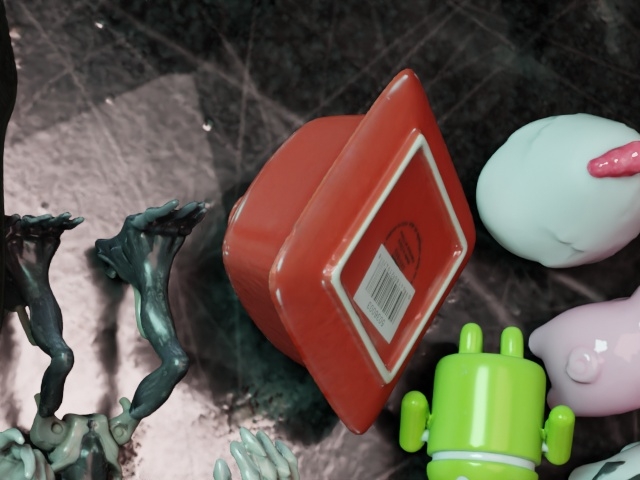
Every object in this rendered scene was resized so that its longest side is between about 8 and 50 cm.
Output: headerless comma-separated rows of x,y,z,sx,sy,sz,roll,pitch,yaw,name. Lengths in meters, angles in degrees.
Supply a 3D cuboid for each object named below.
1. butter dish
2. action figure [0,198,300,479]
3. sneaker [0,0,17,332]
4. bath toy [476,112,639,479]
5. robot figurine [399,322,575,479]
0.000,0.000,0.809,0.160,0.118,0.160,-58,144,-26,butter dish
-0.108,0.118,0.715,0.164,0.141,0.276,0,74,-25,action figure
-0.250,-0.053,0.710,0.178,0.124,0.295,-7,51,0,sneaker
0.214,0.078,0.869,0.151,0.129,0.348,-18,84,-26,bath toy
0.098,0.109,0.844,0.101,0.067,0.115,5,74,6,robot figurine
